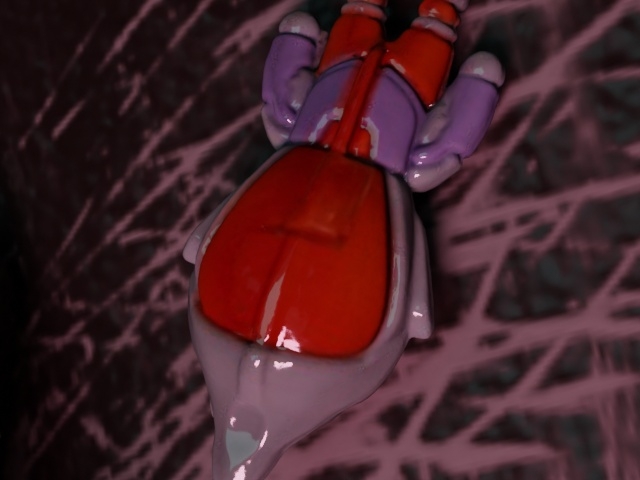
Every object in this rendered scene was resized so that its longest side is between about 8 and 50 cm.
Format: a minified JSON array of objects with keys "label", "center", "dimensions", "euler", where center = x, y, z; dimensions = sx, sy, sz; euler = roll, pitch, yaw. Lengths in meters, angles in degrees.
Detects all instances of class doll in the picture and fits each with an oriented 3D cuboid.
[{"label":"doll","center":[0.000,0.000,0.482],"dimensions":[0.102,0.075,0.228],"euler":[14,80,18]}]
